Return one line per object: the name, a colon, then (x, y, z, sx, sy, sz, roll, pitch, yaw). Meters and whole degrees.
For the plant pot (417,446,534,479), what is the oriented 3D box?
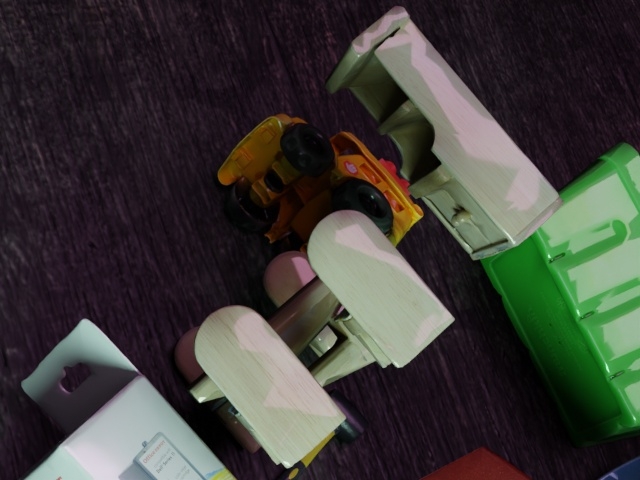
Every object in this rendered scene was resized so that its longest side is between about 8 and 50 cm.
plant pot: (0.141, 0.378, 1.350, 0.267, 0.267, 0.236, -19, 66, -37)

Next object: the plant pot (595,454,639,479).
plant pot: (0.451, 0.414, 1.528, 0.271, 0.271, 0.255, -36, 104, -39)

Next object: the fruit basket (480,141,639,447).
fruit basket: (0.451, 0.054, 1.678, 0.392, 0.283, 0.392, 5, 70, -15)

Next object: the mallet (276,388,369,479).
mallet: (-0.024, 0.239, 1.450, 0.189, 0.039, 0.062, -36, 88, -35)

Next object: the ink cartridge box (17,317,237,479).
ink cartridge box: (-0.177, 0.266, 1.226, 0.353, 0.207, 0.119, 48, 50, -1)

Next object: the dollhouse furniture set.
dollhouse furniture set: (0.000, 0.000, 1.290, 0.394, 0.362, 0.256, -40, 91, -10)

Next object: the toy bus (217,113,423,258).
toy bus: (0.017, -0.063, 1.572, 0.220, 0.149, 0.211, 49, 38, 2)
